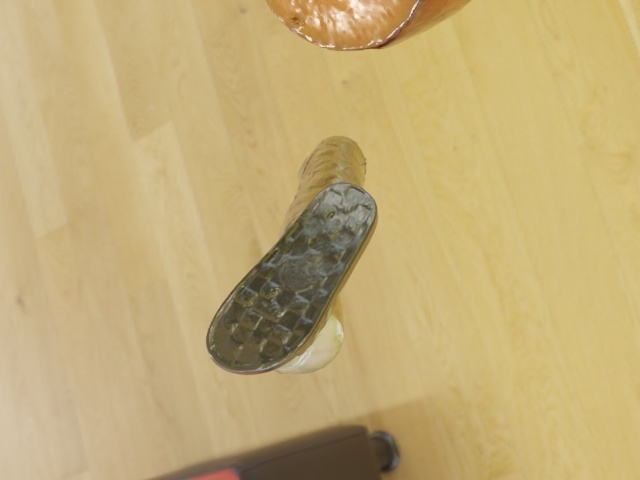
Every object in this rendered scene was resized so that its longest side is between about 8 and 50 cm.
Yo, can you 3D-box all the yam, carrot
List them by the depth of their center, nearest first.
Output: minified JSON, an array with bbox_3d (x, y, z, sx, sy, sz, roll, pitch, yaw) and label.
[{"bbox_3d":[0.000,0.000,0.968,0.081,0.356,0.081,2,120,3],"label":"yam"},{"bbox_3d":[0.023,-0.326,0.975,0.307,0.100,0.258,48,134,17],"label":"carrot"}]

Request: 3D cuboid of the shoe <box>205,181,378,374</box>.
[{"bbox_3d":[-0.015,0.037,0.781,0.071,0.049,0.179,28,66,18],"label":"shoe"}]
